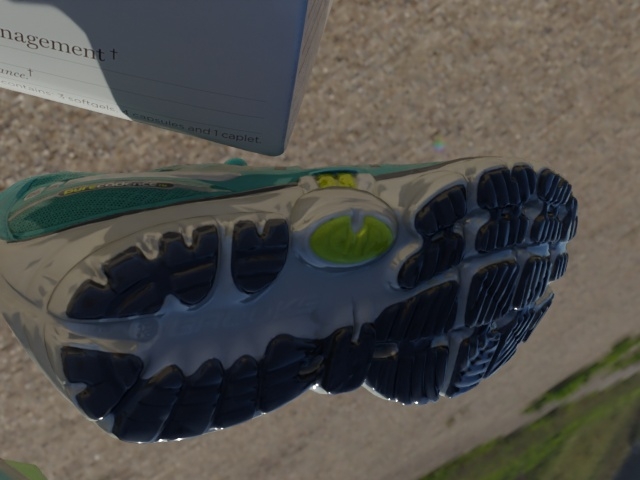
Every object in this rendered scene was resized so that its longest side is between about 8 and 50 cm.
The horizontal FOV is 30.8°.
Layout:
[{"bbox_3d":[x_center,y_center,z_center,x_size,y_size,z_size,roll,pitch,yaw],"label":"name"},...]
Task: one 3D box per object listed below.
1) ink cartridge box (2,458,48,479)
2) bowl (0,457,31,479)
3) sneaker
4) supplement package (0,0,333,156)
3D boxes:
[{"bbox_3d":[-0.242,0.359,0.944,0.207,0.353,0.119,-55,143,3],"label":"ink cartridge box"},{"bbox_3d":[-0.216,0.179,0.508,0.163,0.311,0.311,-61,161,6],"label":"bowl"},{"bbox_3d":[0.000,0.000,0.467,0.275,0.110,0.107,0,115,-39],"label":"sneaker"},{"bbox_3d":[-0.078,-0.164,0.384,0.203,0.194,0.149,102,2,-54],"label":"supplement package"}]
